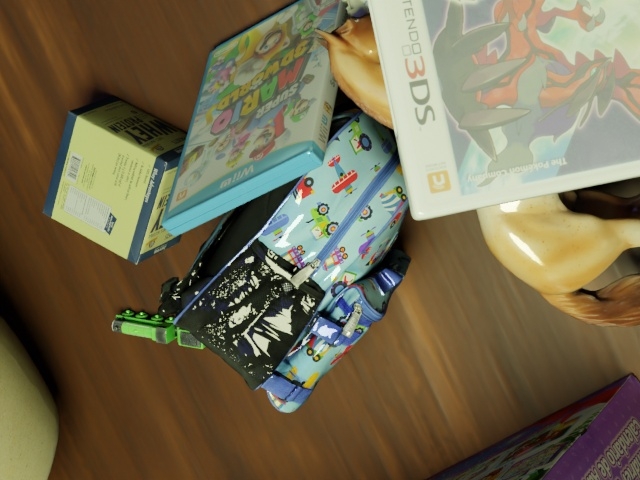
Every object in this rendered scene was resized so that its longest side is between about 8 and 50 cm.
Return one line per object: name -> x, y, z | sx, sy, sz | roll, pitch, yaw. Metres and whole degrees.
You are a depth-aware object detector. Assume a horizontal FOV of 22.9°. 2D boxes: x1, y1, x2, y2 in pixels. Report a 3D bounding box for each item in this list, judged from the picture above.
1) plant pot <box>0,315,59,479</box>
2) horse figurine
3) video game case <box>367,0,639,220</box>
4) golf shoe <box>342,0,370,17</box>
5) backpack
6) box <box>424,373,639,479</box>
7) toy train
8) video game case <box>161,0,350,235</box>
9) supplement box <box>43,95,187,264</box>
plant pot -> -0.305, 0.147, 1.156 | 0.191, 0.284, 0.284 | 26, 123, -22
horse figurine -> 0.134, -0.050, 0.916 | 0.174, 0.066, 0.263 | -30, 94, 0
video game case -> 0.131, -0.120, 0.874 | 0.201, 0.023, 0.183 | -11, 88, -3
golf shoe -> 0.056, -0.168, 0.955 | 0.086, 0.069, 0.176 | -14, 100, 25
backpack -> 0.000, 0.000, 0.992 | 0.117, 0.158, 0.173 | 40, 103, -1
box -> 0.064, 0.198, 0.989 | 0.293, 0.201, 0.057 | -33, 88, 32
toy train -> -0.115, 0.065, 1.143 | 0.083, 0.024, 0.017 | 7, 109, 25
video game case -> -0.036, -0.085, 0.981 | 0.119, 0.166, 0.015 | -24, 127, 31
supplement box -> -0.136, -0.043, 1.100 | 0.083, 0.056, 0.083 | 28, 117, 18
